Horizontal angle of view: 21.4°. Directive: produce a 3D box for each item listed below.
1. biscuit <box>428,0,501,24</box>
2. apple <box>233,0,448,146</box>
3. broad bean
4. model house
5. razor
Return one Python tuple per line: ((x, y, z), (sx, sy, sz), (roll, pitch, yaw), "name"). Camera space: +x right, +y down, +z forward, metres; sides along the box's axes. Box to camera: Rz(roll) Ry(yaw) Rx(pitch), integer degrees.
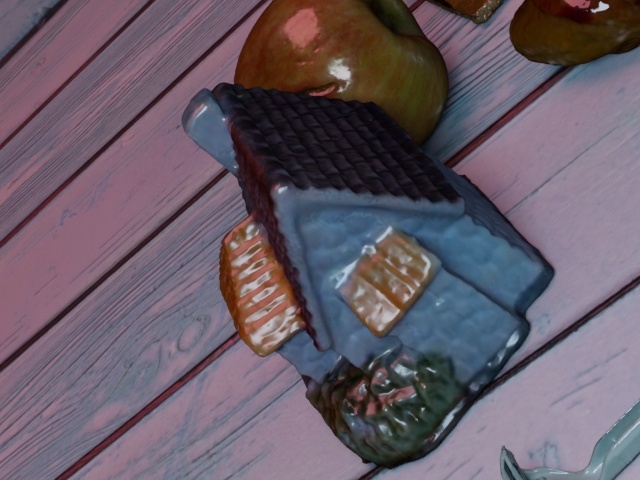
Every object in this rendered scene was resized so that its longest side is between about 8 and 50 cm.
((0.201, -0.353, 2.210), (0.131, 0.025, 0.231), (-50, 26, 3), "biscuit")
((0.018, -0.191, 2.057), (0.264, 0.264, 0.264), (-38, 30, 27), "apple")
((0.298, -0.270, 1.844), (0.228, 0.122, 0.156), (-15, 47, 46), "broad bean")
((0.000, 0.000, 1.756), (0.297, 0.339, 0.360), (-46, 27, 9), "model house")
((0.280, 0.147, 1.449), (0.278, 0.056, 0.111), (-41, 29, 8), "razor")
